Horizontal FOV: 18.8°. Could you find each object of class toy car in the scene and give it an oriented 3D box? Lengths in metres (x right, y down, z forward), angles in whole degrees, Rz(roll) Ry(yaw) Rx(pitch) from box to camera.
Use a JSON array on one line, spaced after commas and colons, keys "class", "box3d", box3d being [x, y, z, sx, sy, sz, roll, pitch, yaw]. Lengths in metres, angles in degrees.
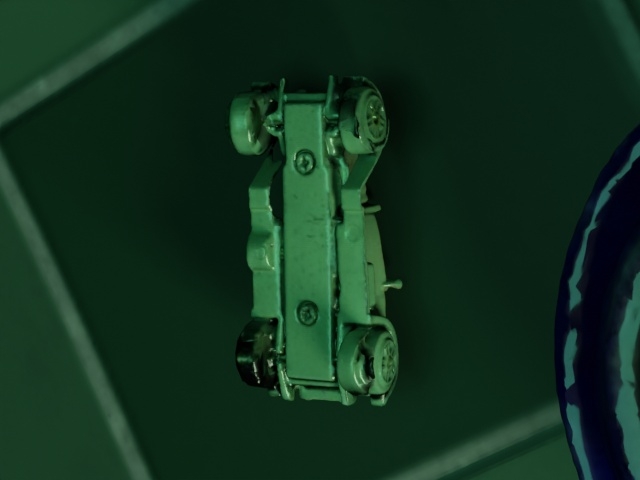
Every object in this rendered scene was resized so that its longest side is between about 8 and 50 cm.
[{"class": "toy car", "box3d": [0.000, 0.000, 0.843, 0.073, 0.054, 0.143, 0, 96, 31]}]

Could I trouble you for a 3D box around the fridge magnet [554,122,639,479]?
[{"class": "fridge magnet", "box3d": [0.207, 0.048, 0.700, 0.265, 0.112, 0.266, 3, 97, 29]}]
